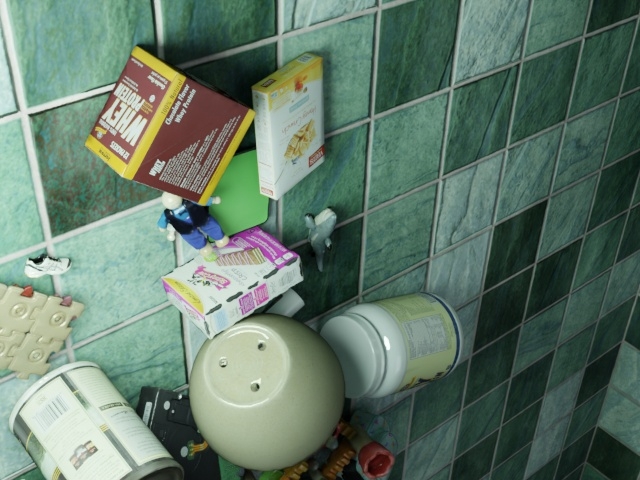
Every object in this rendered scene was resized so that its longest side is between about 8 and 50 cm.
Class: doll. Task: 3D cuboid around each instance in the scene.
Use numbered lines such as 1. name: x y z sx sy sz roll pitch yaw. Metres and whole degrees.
1. doll: -0.238 -0.042 1.631 0.129 0.046 0.189 -30 144 6

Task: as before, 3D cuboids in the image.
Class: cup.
1. cup: -0.124 0.280 1.762 0.331 0.331 0.237 -44 159 -12

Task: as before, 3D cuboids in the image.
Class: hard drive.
1. hard drive: -0.286 0.466 1.919 0.339 0.064 0.236 30 64 -52

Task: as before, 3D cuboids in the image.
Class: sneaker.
1. sneaker: -0.468 0.040 1.513 0.083 0.032 0.037 -15 128 -40

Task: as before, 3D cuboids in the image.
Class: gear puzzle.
1. gear puzzle: -0.576 0.134 1.473 0.339 0.044 0.175 23 102 -48

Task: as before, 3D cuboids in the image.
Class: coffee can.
1. coffee can: -0.411 0.386 1.609 0.201 0.275 0.201 -35 152 -22

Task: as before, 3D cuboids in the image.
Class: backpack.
1. backpack: 0.132 0.571 2.429 0.166 0.144 0.188 56 42 -47

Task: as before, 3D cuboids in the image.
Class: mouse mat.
1. mouse mat: -0.159 -0.091 1.719 0.153 0.007 0.189 -22 134 -33

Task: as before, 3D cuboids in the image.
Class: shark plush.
1. shark plush: 0.000 0.000 1.937 0.073 0.067 0.161 -7 123 -43

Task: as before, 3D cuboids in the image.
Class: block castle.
1. block castle: -0.062 0.623 2.157 0.453 0.213 0.303 -50 124 3

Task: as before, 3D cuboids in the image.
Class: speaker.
1. speaker: -0.101 0.169 1.972 0.136 0.055 0.055 -42 140 -14

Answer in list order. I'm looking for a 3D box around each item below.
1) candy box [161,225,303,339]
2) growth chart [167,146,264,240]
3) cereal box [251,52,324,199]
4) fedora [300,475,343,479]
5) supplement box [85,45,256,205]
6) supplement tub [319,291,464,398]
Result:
1. candy box: -0.174 0.075 1.742 0.233 0.159 0.071 -33 135 -25
2. growth chart: -0.196 -0.093 1.705 0.237 0.021 0.172 -22 133 -33
3. cereal box: -0.057 -0.220 1.698 0.173 0.047 0.240 -43 143 -39
4. fedora: -0.037 0.764 2.412 0.275 0.124 0.243 -64 153 -18
5. supplement box: -0.252 -0.190 1.483 0.194 0.129 0.191 19 104 -51
6. supplement tub: 0.176 0.261 2.182 0.325 0.235 0.235 -8 123 -42
